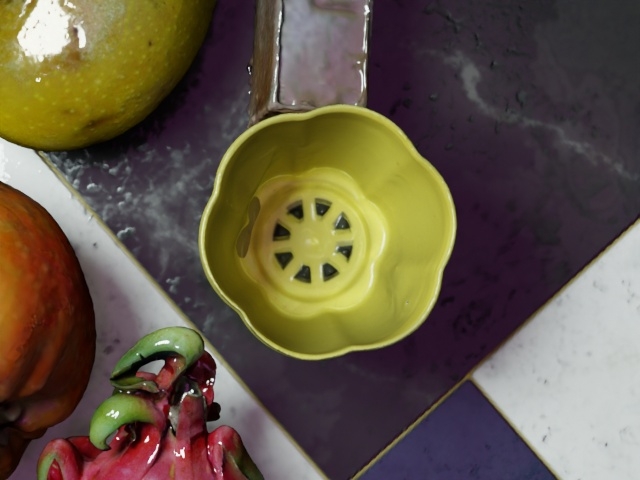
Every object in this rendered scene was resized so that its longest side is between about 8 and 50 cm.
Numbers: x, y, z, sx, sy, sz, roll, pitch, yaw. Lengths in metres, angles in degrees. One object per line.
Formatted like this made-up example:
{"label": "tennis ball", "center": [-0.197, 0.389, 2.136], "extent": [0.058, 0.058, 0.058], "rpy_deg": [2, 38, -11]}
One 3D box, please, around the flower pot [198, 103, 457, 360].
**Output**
{"label": "flower pot", "center": [0.000, 0.000, 1.302], "extent": [0.195, 0.179, 0.195], "rpy_deg": [0, 86, -4]}

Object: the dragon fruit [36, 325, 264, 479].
{"label": "dragon fruit", "center": [-0.132, 0.211, 1.272], "extent": [0.198, 0.218, 0.273], "rpy_deg": [-12, 82, 39]}

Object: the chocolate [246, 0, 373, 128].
{"label": "chocolate", "center": [-0.002, -0.250, 1.349], "extent": [0.111, 0.112, 0.321], "rpy_deg": [4, 87, -7]}

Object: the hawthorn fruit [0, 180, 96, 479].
{"label": "hawthorn fruit", "center": [-0.325, 0.051, 1.245], "extent": [0.277, 0.277, 0.298], "rpy_deg": [-38, 73, -5]}

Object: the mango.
{"label": "mango", "center": [-0.169, -0.224, 1.308], "extent": [0.176, 0.175, 0.330], "rpy_deg": [25, 88, -42]}
